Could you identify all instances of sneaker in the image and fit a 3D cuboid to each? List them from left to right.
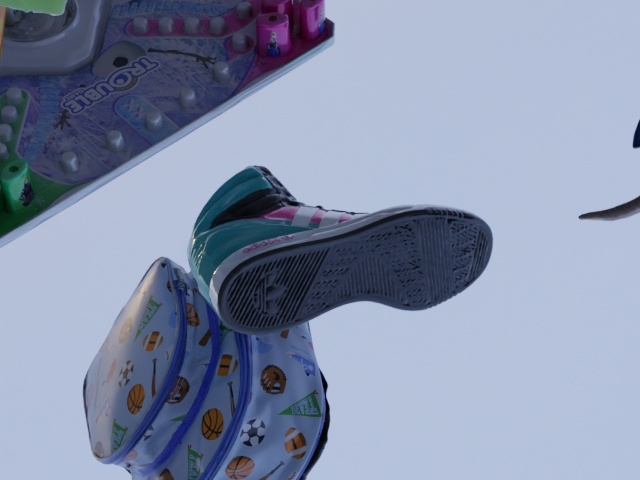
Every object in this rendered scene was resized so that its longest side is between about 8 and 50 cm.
[{"bbox_3d":[0.000,0.000,1.581,0.295,0.124,0.178,-8,-152,-29],"label":"sneaker"}]

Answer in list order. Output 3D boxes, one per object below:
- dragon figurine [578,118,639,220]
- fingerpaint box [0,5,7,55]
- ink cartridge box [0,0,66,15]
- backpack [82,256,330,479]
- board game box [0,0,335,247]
[{"bbox_3d":[0.278,-0.091,1.185,0.085,0.144,0.289,31,-109,8],"label":"dragon figurine"},{"bbox_3d":[-0.435,-0.236,1.229,0.444,0.163,0.371,-9,-115,26],"label":"fingerpaint box"},{"bbox_3d":[-0.103,-0.122,0.302,0.097,0.255,0.189,33,-67,39],"label":"ink cartridge box"},{"bbox_3d":[-0.108,0.158,1.670,0.276,0.213,0.263,-61,-146,26],"label":"backpack"},{"bbox_3d":[-0.253,-0.198,1.470,0.390,0.050,0.390,-34,-126,-26],"label":"board game box"}]
